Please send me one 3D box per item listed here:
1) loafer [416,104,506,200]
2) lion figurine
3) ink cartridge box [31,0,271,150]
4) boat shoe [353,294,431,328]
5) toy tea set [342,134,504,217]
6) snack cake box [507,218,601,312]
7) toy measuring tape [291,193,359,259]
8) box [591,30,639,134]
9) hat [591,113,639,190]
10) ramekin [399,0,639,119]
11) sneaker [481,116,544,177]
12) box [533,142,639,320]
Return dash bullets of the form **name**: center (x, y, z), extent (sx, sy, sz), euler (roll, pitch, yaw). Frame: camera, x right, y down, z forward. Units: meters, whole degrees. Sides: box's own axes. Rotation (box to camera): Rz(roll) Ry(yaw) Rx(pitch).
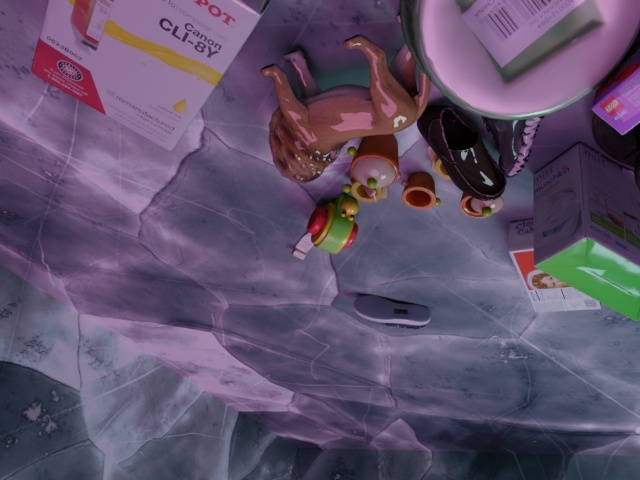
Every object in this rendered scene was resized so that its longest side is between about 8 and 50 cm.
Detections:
- **loafer**: center (0.264, -0.157, 0.996), extent (0.220, 0.080, 0.078), euler (44, 173, -11)
- **lion figurine**: center (0.050, -0.228, 0.952), extent (0.392, 0.142, 0.240), euler (-5, 121, 36)
- **ink cartridge box**: center (-0.277, -0.363, 0.893), extent (0.279, 0.160, 0.384), euler (30, 142, -21)
- **boat shoe**: center (0.207, 0.219, 1.606), extent (0.228, 0.080, 0.076), euler (5, 143, 0)
- **toy tea set**: center (0.204, -0.109, 1.104), extent (0.336, 0.124, 0.200), euler (7, 144, 10)
- **snack cake box**: center (0.540, 0.059, 1.249), extent (0.152, 0.089, 0.264), euler (-8, 139, 31)
- **toy measuring tape**: center (0.000, 0.000, 1.338), extent (0.121, 0.121, 0.330), euler (25, 144, -15)
- **box**: center (0.454, -0.276, 0.621), extent (0.057, 0.201, 0.293), euler (38, 139, -3)
- **hat**: center (0.599, -0.121, 0.860), extent (0.331, 0.134, 0.331), euler (14, 163, 4)
- **ramekin**: center (0.254, -0.305, 0.703), extent (0.303, 0.148, 0.303), euler (4, 121, 7)
- **sneaker**: center (0.335, -0.206, 0.973), extent (0.106, 0.078, 0.234), euler (19, 152, 15)
- **box**: center (0.541, -0.016, 1.021), extent (0.262, 0.231, 0.127), euler (25, 143, -16)
